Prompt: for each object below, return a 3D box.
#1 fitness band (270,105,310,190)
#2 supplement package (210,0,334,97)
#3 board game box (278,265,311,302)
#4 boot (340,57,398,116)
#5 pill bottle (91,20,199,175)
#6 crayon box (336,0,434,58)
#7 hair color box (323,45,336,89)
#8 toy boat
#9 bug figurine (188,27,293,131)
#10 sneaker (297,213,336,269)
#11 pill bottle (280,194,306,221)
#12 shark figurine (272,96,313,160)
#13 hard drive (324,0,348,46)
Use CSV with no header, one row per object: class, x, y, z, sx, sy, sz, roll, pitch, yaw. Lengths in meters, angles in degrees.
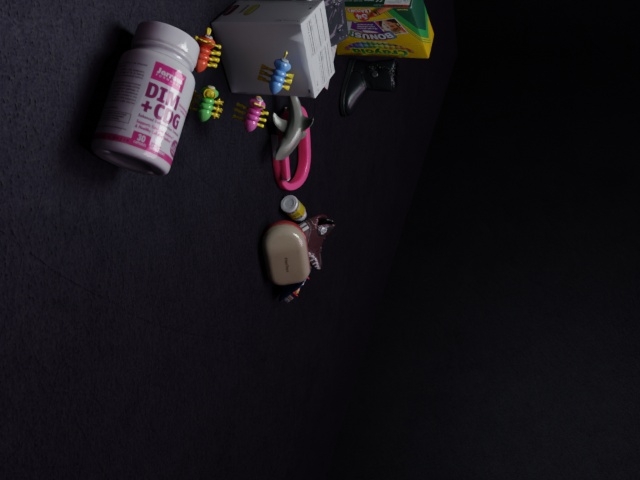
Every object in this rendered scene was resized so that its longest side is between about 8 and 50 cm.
fitness band,-0.092,-0.309,1.963,0.209,0.054,0.291,-48,143,-53
supplement package,-0.120,-0.506,1.537,0.204,0.261,0.145,77,31,-42
board game box,-0.079,0.161,2.073,0.033,0.168,0.133,42,36,-15
boot,0.197,-0.608,2.322,0.094,0.207,0.247,19,82,-67
pill bottle,-0.354,-0.291,1.207,0.160,0.160,0.283,35,66,-65
crayon box,0.181,-0.756,2.017,0.313,0.362,0.106,35,68,-65
hair color box,0.003,-0.628,2.052,0.093,0.053,0.167,20,82,-66
toy boat,-0.118,0.029,1.977,0.151,0.150,0.231,-101,-176,-55
bug figurine,-0.204,-0.381,1.423,0.072,0.278,0.216,-123,-133,-62
sneaker,0.000,0.000,2.158,0.162,0.106,0.281,-36,150,-1
pill bottle,-0.090,-0.108,2.037,0.116,0.065,0.065,43,60,-63
shark figurine,-0.074,-0.394,1.792,0.166,0.116,0.279,-19,111,-42
hard drive,-0.038,-0.656,1.789,0.254,0.054,0.172,-29,135,-16
